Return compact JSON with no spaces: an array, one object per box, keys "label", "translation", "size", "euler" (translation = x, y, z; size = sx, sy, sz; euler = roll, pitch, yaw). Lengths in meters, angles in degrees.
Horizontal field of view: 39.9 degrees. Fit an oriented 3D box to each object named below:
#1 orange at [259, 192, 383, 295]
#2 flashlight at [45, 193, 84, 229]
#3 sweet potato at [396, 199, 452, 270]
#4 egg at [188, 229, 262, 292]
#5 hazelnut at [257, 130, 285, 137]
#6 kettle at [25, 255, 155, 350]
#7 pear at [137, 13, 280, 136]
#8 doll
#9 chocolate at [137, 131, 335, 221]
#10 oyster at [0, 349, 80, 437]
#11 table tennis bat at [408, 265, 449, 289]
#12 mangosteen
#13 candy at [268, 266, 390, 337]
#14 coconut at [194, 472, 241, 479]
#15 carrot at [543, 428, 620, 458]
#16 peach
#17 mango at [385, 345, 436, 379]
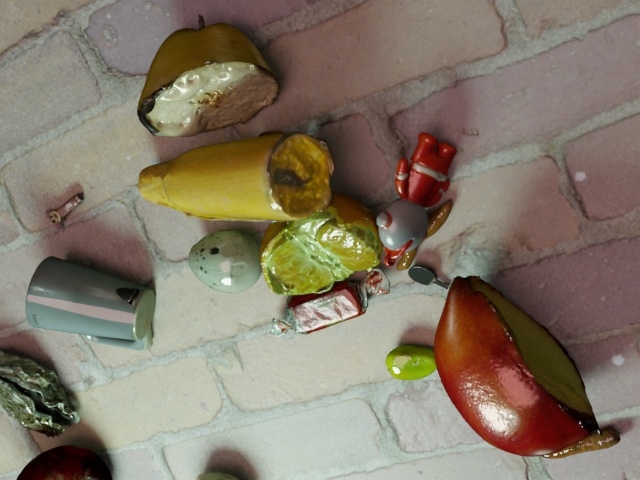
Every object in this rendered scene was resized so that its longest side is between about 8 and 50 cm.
[{"label":"orange","translation":[-0.003,-0.003,1.649],"size":[0.237,0.158,0.179],"euler":[-30,135,24]},{"label":"flashlight","translation":[-0.553,-0.066,1.906],"size":[0.110,0.031,0.052],"euler":[-34,95,27]},{"label":"sweet potato","translation":[0.189,-0.009,1.656],"size":[0.044,0.044,0.179],"euler":[38,116,3]},{"label":"egg","translation":[-0.193,0.040,1.759],"size":[0.164,0.131,0.131],"euler":[5,111,22]},{"label":"hazelnut","translation":[-0.084,-0.167,1.675],"size":[0.086,0.086,0.086],"euler":[7,111,18]},{"label":"kettle","translation":[-0.487,0.157,1.912],"size":[0.243,0.160,0.210],"euler":[13,132,9]},{"label":"pear","translation":[-0.222,-0.314,1.626],"size":[0.267,0.267,0.178],"euler":[-30,66,26]},{"label":"doll","translation":[0.166,-0.067,1.574],"size":[0.076,0.142,0.244],"euler":[31,100,49]},{"label":"chocolate","translation":[-0.177,-0.112,1.646],"size":[0.446,0.162,0.162],"euler":[1,111,45]},{"label":"oyster","translation":[-0.692,0.352,2.080],"size":[0.198,0.112,0.267],"euler":[-24,109,47]},{"label":"table tennis bat","translation":[0.207,0.072,1.685],"size":[0.083,0.007,0.050],"euler":[24,142,0]},{"label":"mangosteen","translation":[-0.616,0.602,2.091],"size":[0.235,0.236,0.261],"euler":[62,155,-9]},{"label":"candy","translation":[0.013,0.130,1.758],"size":[0.292,0.059,0.086],"euler":[-22,104,26]},{"label":"coconut","translation":[-0.229,0.599,1.963],"size":[0.161,0.161,0.162],"euler":[23,123,11]},{"label":"carrot","translation":[0.497,0.394,1.694],"size":[0.165,0.036,0.035],"euler":[-23,100,28]},{"label":"peach","translation":[0.312,0.237,1.574],"size":[0.201,0.257,0.361],"euler":[-41,95,22]},{"label":"mango","translation":[0.182,0.240,1.738],"size":[0.108,0.056,0.073],"euler":[-11,111,20]}]
